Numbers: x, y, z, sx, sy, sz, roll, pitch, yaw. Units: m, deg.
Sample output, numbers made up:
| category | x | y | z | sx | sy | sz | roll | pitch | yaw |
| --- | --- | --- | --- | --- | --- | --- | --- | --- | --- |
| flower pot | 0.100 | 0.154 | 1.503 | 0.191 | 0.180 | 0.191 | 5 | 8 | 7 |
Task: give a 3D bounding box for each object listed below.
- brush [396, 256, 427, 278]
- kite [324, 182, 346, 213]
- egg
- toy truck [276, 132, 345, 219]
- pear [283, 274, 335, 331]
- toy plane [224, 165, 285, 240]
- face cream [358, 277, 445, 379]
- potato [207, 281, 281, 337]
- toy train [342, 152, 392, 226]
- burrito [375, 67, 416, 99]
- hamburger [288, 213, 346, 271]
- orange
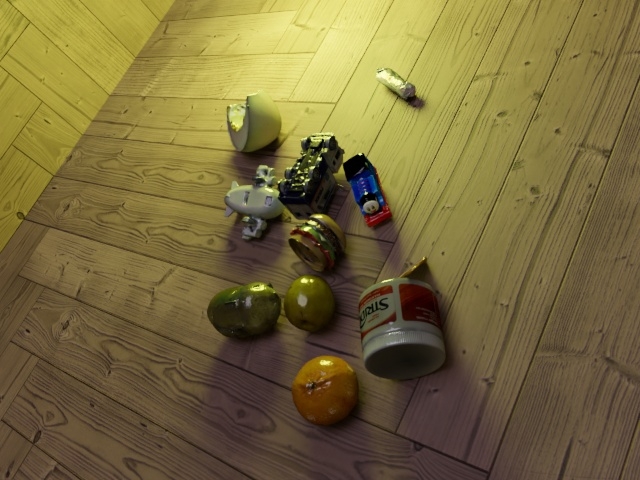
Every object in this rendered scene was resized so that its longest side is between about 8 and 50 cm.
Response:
| category | x | y | z | sx | sy | sz | roll | pitch | yaw |
| --- | --- | --- | --- | --- | --- | --- | --- | --- | --- |
| brush | 0.236 | 0.075 | 1.717 | 0.103 | 0.272 | 0.013 | -39 | 84 | 4 |
| kite | 0.022 | -0.149 | 2.174 | 0.139 | 0.011 | 0.157 | -17 | 50 | 28 |
| egg | -0.231 | -0.430 | 2.451 | 0.271 | 0.162 | 0.206 | 160 | 103 | -65 |
| toy truck | -0.018 | -0.206 | 2.134 | 0.124 | 0.155 | 0.268 | 4 | 57 | 37 |
| pear | -0.032 | 0.176 | 1.877 | 0.149 | 0.149 | 0.162 | -20 | 43 | 23 |
| toy plane | -0.224 | -0.130 | 2.252 | 0.267 | 0.122 | 0.267 | -11 | 72 | 35 |
| face cream | 0.198 | 0.218 | 1.647 | 0.201 | 0.201 | 0.187 | -20 | 50 | 22 |
| potato | -0.232 | 0.209 | 1.996 | 0.248 | 0.143 | 0.169 | -7 | 45 | 32 |
| toy train | 0.141 | -0.152 | 2.005 | 0.083 | 0.131 | 0.204 | -27 | 47 | 16 |
| burrito | 0.256 | -0.533 | 2.254 | 0.064 | 0.064 | 0.203 | -42 | 43 | 2 |
| hamburger | -0.002 | 0.000 | 1.983 | 0.175 | 0.175 | 0.137 | 23 | 61 | 43 |
| orange | 0.011 | 0.381 | 1.699 | 0.177 | 0.155 | 0.177 | -19 | 38 | 16 |
